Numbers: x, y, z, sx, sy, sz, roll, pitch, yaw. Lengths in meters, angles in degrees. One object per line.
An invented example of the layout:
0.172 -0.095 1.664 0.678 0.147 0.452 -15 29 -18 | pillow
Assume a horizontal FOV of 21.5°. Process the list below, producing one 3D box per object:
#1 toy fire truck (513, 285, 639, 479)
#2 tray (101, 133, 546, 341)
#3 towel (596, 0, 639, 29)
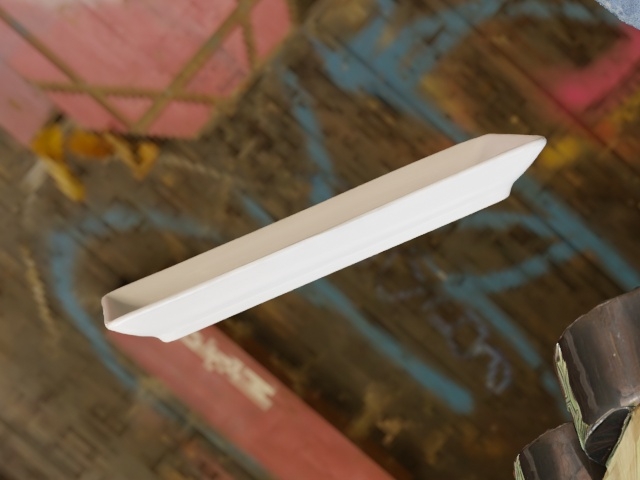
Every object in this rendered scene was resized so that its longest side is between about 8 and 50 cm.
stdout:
0.194 0.106 0.479 0.246 0.159 0.217 -11 151 -8 | toy fire truck
0.000 0.000 1.004 0.270 0.030 0.145 -23 -174 -6 | tray
0.068 -0.106 0.355 0.029 0.119 0.067 -17 -143 -14 | towel
